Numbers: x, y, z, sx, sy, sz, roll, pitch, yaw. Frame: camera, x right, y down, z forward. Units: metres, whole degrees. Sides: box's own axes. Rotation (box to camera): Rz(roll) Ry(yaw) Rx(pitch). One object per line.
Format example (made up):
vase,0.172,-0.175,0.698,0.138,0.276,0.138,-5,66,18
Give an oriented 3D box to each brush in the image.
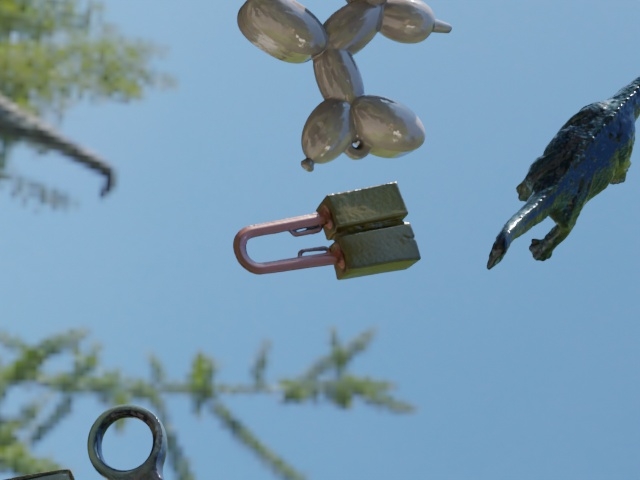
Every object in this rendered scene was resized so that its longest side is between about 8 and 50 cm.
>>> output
brush,0.000,0.000,2.264,0.047,0.233,0.103,-46,-121,58

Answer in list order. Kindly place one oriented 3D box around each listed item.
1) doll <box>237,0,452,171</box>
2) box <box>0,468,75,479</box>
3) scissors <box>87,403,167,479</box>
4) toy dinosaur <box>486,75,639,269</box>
doll,0.021,-0.130,1.360,0.160,0.161,0.059,51,-20,-5
box,-0.342,0.312,2.097,0.177,0.115,0.036,120,-44,-54
scissors,-0.127,0.315,1.950,0.383,0.029,0.256,13,-117,30
toy dinosaur,0.246,-0.076,1.756,0.076,0.363,0.147,39,-25,9
